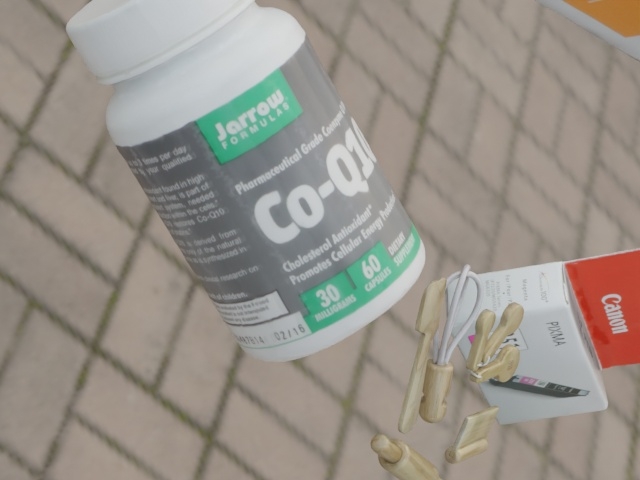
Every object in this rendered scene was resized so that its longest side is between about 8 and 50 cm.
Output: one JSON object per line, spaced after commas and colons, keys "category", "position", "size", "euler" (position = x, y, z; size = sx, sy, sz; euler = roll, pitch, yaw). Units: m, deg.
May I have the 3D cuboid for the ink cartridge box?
{"category": "ink cartridge box", "position": [0.278, 0.106, 1.871], "size": [0.275, 0.239, 0.060], "euler": [59, 26, -57]}

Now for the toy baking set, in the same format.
{"category": "toy baking set", "position": [0.108, 0.125, 1.560], "size": [0.196, 0.030, 0.256], "euler": [-64, 149, -6]}

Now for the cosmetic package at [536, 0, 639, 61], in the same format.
{"category": "cosmetic package", "position": [0.249, -0.127, 0.629], "size": [0.453, 0.230, 0.161], "euler": [23, 71, -33]}

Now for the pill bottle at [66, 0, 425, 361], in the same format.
{"category": "pill bottle", "position": [-0.070, -0.086, 1.618], "size": [0.361, 0.204, 0.204], "euler": [59, 37, -18]}
